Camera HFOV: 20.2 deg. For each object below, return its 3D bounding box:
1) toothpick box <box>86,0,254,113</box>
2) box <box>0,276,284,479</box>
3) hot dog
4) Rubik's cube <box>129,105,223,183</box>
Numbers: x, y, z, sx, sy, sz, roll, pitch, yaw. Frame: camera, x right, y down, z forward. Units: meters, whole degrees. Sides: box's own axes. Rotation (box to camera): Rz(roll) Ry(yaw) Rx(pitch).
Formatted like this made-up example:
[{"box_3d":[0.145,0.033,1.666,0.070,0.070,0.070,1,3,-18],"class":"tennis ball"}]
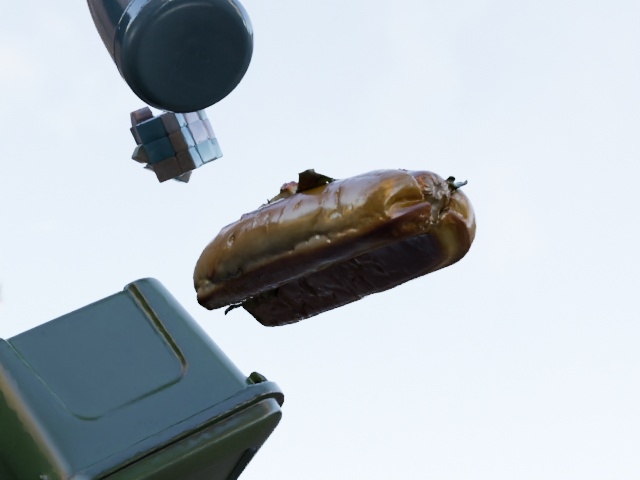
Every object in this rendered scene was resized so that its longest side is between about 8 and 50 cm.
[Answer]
[{"box_3d":[-0.140,-0.200,1.589,0.120,0.120,0.184,35,11,-36],"class":"toothpick box"},{"box_3d":[-0.201,0.189,1.474,0.178,0.253,0.328,54,-41,18],"class":"box"},{"box_3d":[0.000,0.000,1.187,0.104,0.076,0.250,15,-21,-31],"class":"hot dog"},{"box_3d":[-0.141,-0.090,1.701,0.073,0.075,0.084,-20,-10,24],"class":"Rubik's cube"}]
